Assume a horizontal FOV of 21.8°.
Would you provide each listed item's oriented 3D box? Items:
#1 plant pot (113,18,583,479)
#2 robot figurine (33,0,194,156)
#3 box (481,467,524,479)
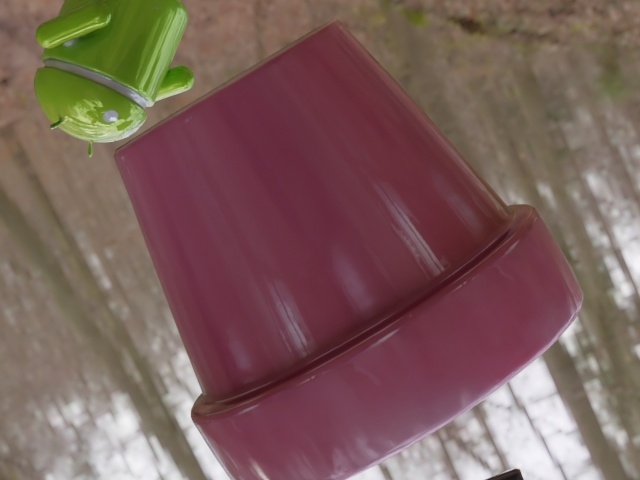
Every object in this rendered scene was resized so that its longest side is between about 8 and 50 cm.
[{"bbox_3d":[0.000,0.000,0.812,0.201,0.180,0.201,-31,-175,3],"label":"plant pot"},{"bbox_3d":[-0.115,-0.105,0.912,0.067,0.101,0.115,17,-99,29],"label":"robot figurine"},{"bbox_3d":[0.087,0.288,1.083,0.183,0.231,0.056,-20,173,-1],"label":"box"}]
